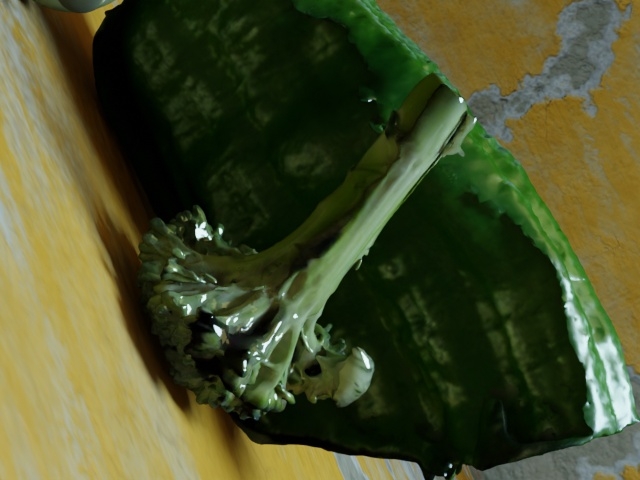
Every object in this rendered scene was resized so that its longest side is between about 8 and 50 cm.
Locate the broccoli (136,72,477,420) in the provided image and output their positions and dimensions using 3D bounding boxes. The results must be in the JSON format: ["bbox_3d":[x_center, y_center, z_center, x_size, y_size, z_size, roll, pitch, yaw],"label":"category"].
[{"bbox_3d":[-0.001,-0.001,0.884,0.122,0.204,0.118,49,4,26],"label":"broccoli"}]

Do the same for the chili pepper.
[{"bbox_3d":[0.019,-0.013,1.011,0.385,0.213,0.167,54,31,14],"label":"chili pepper"}]

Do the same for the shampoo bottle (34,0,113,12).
[{"bbox_3d":[-0.137,-0.174,0.948,0.162,0.079,0.079,-107,172,-51],"label":"shampoo bottle"}]
